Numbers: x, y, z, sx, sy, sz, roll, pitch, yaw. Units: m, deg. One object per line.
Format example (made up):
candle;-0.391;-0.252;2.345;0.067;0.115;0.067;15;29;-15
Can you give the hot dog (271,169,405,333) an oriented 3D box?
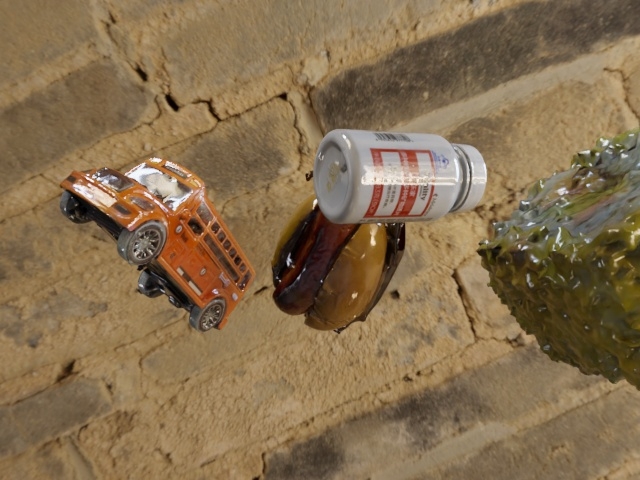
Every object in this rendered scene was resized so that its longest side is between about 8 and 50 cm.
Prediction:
hot dog;0.004;0.005;0.801;0.194;0.107;0.326;32;-54;33

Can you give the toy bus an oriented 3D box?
toy bus;-0.212;-0.001;0.845;0.143;0.329;0.153;28;-110;27

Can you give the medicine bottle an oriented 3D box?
medicine bottle;0.071;-0.055;0.522;0.140;0.079;0.079;-2;-85;-26

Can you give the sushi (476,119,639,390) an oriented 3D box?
sushi;0.422;-0.002;0.811;0.351;0.396;0.240;-40;-84;-7
